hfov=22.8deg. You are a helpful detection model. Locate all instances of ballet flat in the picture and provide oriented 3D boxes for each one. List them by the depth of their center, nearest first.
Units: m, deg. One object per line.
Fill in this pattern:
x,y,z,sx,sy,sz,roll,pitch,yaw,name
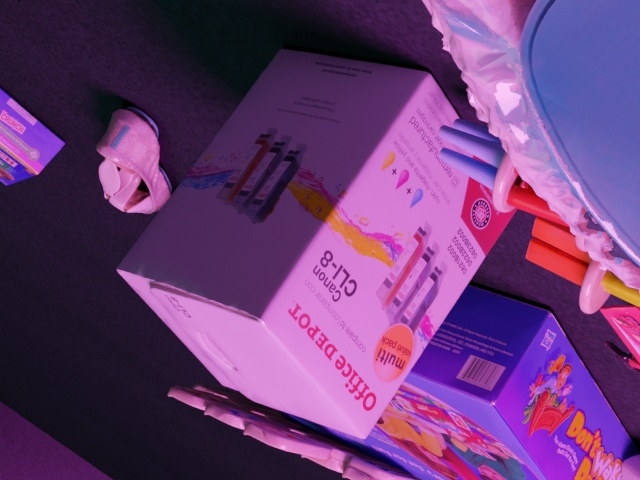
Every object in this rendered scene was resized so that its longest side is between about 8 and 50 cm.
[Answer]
0.075,-0.138,0.579,0.147,0.147,0.409,9,146,53,ballet flat
-0.154,-0.052,1.253,0.057,0.052,0.168,31,162,12,ballet flat

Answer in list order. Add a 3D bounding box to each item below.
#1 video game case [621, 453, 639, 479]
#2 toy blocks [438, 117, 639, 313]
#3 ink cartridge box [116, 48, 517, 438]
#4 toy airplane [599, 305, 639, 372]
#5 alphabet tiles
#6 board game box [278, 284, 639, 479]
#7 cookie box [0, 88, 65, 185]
0.293,0.345,1.061,0.300,0.036,0.329,-139,39,-70,video game case
0.134,-0.010,0.855,0.148,0.054,0.123,27,160,23,toy blocks
0.000,0.000,0.918,0.127,0.176,0.128,17,155,44,ink cartridge box
0.232,0.077,0.940,0.151,0.028,0.151,30,162,11,toy airplane
0.011,0.185,1.423,0.278,0.021,0.284,20,179,-41,alphabet tiles
0.060,0.102,1.223,0.347,0.078,0.233,18,156,41,board game box
-0.285,-0.095,1.394,0.092,0.040,0.107,42,160,-17,cookie box
